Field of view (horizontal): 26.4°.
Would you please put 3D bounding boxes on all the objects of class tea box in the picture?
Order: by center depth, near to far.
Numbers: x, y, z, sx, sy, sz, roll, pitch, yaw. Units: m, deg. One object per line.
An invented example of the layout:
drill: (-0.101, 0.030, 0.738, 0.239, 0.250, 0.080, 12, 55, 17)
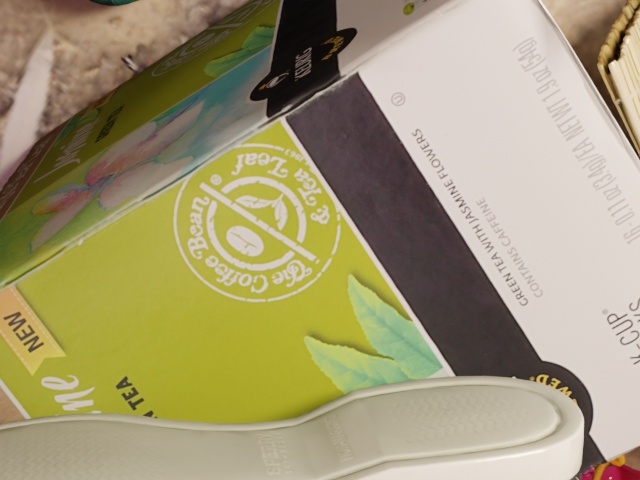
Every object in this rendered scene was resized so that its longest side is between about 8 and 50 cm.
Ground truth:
tea box: (0.000, 0.000, 0.725, 0.323, 0.329, 0.220, -32, 107, 11)

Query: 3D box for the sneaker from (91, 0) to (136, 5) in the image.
sneaker: (-0.171, -0.262, 0.742, 0.108, 0.121, 0.302, -21, 109, 9)

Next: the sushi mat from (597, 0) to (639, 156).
sushi mat: (0.247, 0.001, 0.821, 0.019, 0.151, 0.317, -15, 112, 34)

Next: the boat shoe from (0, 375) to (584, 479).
boat shoe: (-0.044, 0.120, 0.536, 0.302, 0.114, 0.091, -4, 105, 4)

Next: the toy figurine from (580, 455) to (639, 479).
toy figurine: (0.176, 0.123, 0.895, 0.173, 0.130, 0.159, 27, 120, 14)
